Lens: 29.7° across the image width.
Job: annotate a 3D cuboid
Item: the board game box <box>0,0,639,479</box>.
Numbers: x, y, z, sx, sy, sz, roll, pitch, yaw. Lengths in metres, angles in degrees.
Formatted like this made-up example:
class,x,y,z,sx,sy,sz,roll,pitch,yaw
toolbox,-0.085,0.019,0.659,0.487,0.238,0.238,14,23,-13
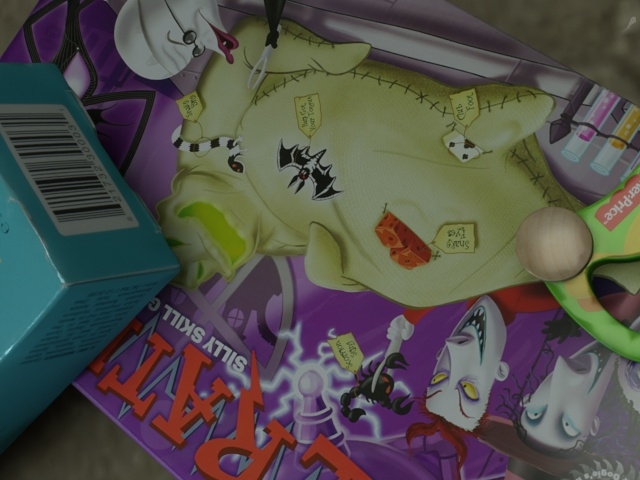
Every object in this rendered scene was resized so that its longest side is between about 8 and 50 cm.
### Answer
class,x,y,z,sx,sy,sz,roll,pitch,yaw
board game box,0.000,0.000,0.468,0.347,0.056,0.208,35,96,27

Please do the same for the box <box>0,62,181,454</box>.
class,x,y,z,sx,sy,sz,roll,pitch,yaw
box,-0.166,0.045,0.482,0.244,0.060,0.100,-44,71,30

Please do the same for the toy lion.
class,x,y,z,sx,sy,sz,roll,pitch,yaw
toy lion,0.126,0.002,0.372,0.100,0.034,0.096,-44,71,8
